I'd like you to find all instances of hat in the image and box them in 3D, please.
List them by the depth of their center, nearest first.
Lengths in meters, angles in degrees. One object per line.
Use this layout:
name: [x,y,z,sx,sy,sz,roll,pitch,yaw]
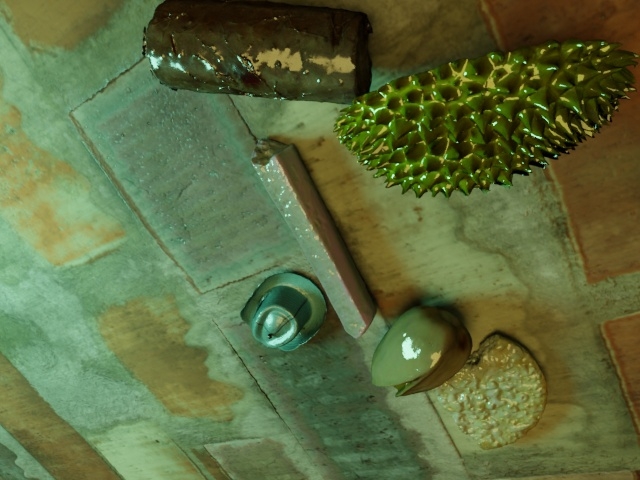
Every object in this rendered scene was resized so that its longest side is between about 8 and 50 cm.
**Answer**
hat: [-0.077,0.146,0.884,0.138,0.078,0.191,36,124,-6]

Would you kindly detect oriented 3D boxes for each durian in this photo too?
durian: [0.168,-0.153,0.564,0.352,0.169,0.158,-7,128,26]

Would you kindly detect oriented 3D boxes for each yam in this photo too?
yam: [-0.073,-0.246,0.627,0.280,0.131,0.131,8,122,12]

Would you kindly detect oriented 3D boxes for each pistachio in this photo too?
pistachio: [0.160,0.191,0.799,0.129,0.131,0.206,36,129,6]

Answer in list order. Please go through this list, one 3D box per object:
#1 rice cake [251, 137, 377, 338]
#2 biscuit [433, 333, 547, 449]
rice cake: [0.000,0.000,0.780,0.056,0.072,0.365,-17,110,29]
biscuit: [0.294,0.270,0.852,0.188,0.040,0.265,10,121,13]
